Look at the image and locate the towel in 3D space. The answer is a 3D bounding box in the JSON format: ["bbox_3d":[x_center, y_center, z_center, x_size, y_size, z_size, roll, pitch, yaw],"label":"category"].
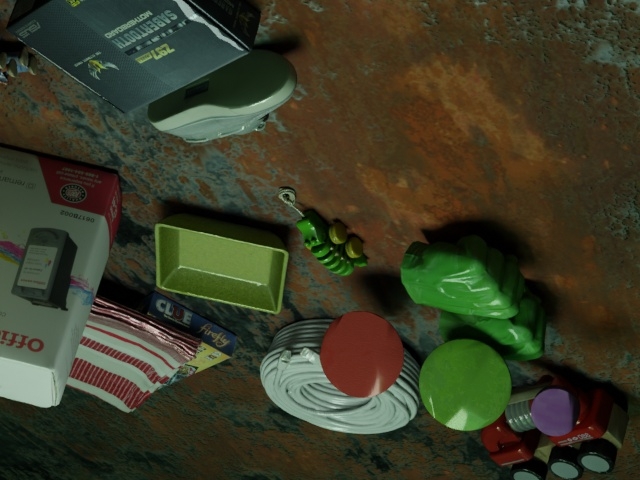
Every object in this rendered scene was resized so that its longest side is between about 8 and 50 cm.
[{"bbox_3d":[-0.358,0.184,2.201,0.237,0.037,0.329,25,147,-16],"label":"towel"}]

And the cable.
[{"bbox_3d":[0.032,0.220,2.146,0.257,0.089,0.257,21,149,-14],"label":"cable"}]

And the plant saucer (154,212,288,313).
[{"bbox_3d":[-0.139,0.025,1.934,0.188,0.045,0.188,12,149,1],"label":"plant saucer"}]

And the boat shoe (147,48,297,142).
[{"bbox_3d":[-0.102,-0.164,1.596,0.227,0.079,0.081,-9,152,40],"label":"boat shoe"}]

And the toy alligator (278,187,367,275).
[{"bbox_3d":[0.000,0.000,1.834,0.056,0.051,0.190,-15,139,37],"label":"toy alligator"}]

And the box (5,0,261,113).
[{"bbox_3d":[-0.210,-0.243,1.514,0.233,0.059,0.183,-18,138,41],"label":"box"}]

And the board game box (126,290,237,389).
[{"bbox_3d":[-0.272,0.170,2.220,0.165,0.042,0.243,31,145,-26],"label":"board game box"}]

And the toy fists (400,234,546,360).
[{"bbox_3d":[0.225,0.082,1.846,0.142,0.096,0.279,8,152,32],"label":"toy fists"}]

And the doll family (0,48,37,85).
[{"bbox_3d":[-0.423,-0.226,1.607,0.111,0.076,0.193,-10,144,18],"label":"doll family"}]

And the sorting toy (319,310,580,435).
[{"bbox_3d":[0.186,0.187,1.907,0.366,0.127,0.126,15,-174,11],"label":"sorting toy"}]

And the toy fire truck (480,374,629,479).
[{"bbox_3d":[0.317,0.272,2.084,0.246,0.158,0.217,42,140,-21],"label":"toy fire truck"}]

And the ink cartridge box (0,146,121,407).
[{"bbox_3d":[-0.413,0.040,1.809,0.226,0.306,0.131,13,149,-1],"label":"ink cartridge box"}]
